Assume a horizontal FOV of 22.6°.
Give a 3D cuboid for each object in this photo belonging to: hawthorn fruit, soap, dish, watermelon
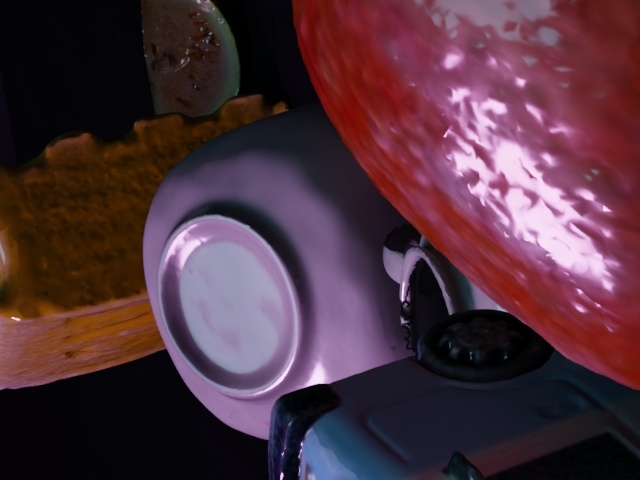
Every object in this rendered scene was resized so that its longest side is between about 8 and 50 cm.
[{"bbox_3d":[0.130,-0.084,0.487,0.284,0.284,0.284,166,90,-72],"label":"hawthorn fruit"},{"bbox_3d":[-0.181,0.011,1.442,0.335,0.293,0.156,134,117,-68],"label":"soap"},{"bbox_3d":[-0.028,0.031,1.105,0.256,0.117,0.256,12,110,37],"label":"dish"},{"bbox_3d":[-0.109,-0.175,1.447,0.069,0.087,0.163,-72,-19,-61],"label":"watermelon"}]

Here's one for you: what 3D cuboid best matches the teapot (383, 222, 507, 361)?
[{"bbox_3d":[0.111,0.046,0.823,0.294,0.129,0.193,-125,28,-62],"label":"teapot"}]

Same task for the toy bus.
[{"bbox_3d":[0.133,0.098,0.593,0.165,0.271,0.133,39,141,56],"label":"toy bus"}]
